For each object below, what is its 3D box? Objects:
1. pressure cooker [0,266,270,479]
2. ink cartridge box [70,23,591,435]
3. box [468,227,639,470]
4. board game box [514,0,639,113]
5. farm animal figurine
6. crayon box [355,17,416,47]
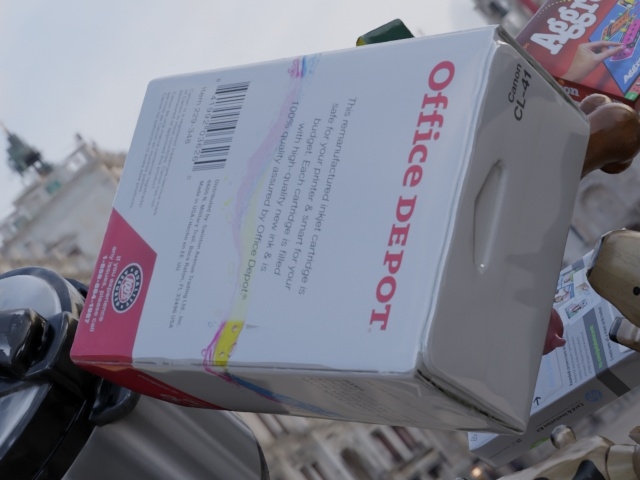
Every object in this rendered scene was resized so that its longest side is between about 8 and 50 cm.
[{"bbox_3d":[-0.308,0.236,1.394,0.370,0.420,0.375,-47,33,-6],"label":"pressure cooker"},{"bbox_3d":[0.000,0.000,0.874,0.131,0.306,0.226,33,-115,-45],"label":"ink cartridge box"},{"bbox_3d":[0.202,0.092,1.113,0.186,0.038,0.145,-36,29,24],"label":"box"},{"bbox_3d":[0.307,-0.235,1.307,0.281,0.145,0.027,-50,-35,-30],"label":"board game box"},{"bbox_3d":[0.241,0.067,0.904,0.327,0.330,0.172,6,2,-9],"label":"farm animal figurine"},{"bbox_3d":[0.149,-0.134,1.891,0.081,0.318,0.202,-29,-15,-27],"label":"crayon box"}]
